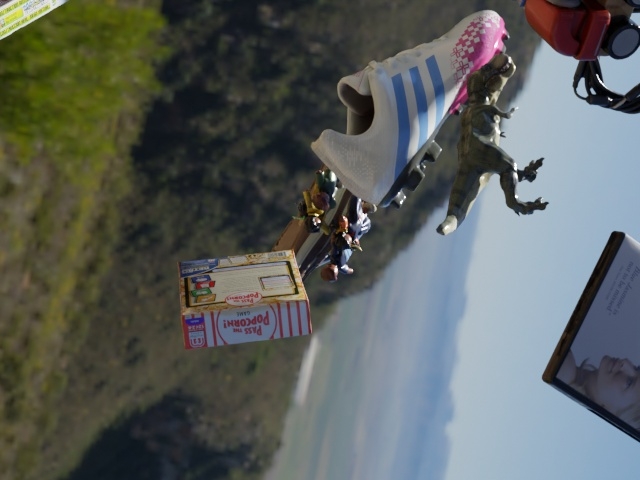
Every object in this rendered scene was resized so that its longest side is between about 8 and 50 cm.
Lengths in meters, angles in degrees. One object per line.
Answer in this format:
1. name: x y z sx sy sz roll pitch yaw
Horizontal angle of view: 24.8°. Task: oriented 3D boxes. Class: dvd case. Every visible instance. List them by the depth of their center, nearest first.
1. dvd case: 0.366 0.127 1.576 0.022 0.253 0.180 10 -110 61

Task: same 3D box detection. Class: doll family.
1. doll family: 0.020 -0.025 1.997 0.193 0.076 0.111 55 44 -34

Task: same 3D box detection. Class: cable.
1. cable: 0.463 -0.275 2.153 0.047 0.151 0.184 -86 -167 -68

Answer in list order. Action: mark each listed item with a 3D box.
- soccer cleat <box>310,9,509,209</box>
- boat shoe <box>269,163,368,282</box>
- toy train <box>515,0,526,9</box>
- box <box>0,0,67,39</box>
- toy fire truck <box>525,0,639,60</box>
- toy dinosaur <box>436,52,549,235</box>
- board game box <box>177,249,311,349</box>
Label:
1. soccer cleat: 0.108 -0.186 1.727 0.331 0.143 0.116 -56 -176 -33
2. boat shoe: 0.002 0.003 2.117 0.257 0.095 0.095 -58 -159 13
3. toy train: 0.275 -0.400 2.176 0.158 0.036 0.027 58 -36 32
4. box: -0.380 -0.278 1.552 0.114 0.207 0.036 -42 143 -41
5. toy fire truck: 0.333 -0.344 1.941 0.158 0.246 0.217 -122 -142 -46
6. toy dinosaur: 0.194 -0.083 1.619 0.064 0.118 0.268 -40 -153 49
7. board game box: -0.094 0.066 1.725 0.193 0.147 0.045 -108 -168 -72
